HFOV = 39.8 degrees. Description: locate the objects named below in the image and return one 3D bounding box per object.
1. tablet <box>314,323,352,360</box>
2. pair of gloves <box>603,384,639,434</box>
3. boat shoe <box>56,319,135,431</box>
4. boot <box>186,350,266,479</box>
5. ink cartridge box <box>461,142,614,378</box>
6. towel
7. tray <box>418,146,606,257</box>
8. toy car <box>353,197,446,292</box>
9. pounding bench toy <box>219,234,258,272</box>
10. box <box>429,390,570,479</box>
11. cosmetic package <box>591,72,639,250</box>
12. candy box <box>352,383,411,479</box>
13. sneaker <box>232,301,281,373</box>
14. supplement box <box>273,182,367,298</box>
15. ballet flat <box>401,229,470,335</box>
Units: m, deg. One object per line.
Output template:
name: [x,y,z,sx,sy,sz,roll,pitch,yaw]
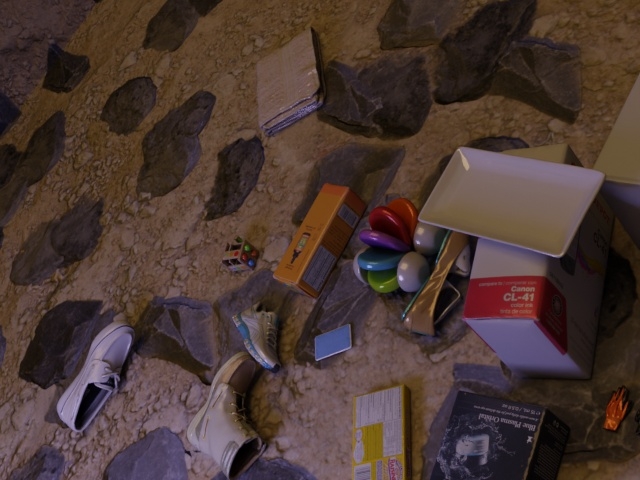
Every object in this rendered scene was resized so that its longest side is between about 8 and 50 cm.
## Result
tablet: [0.025,0.196,1.700,0.083,0.006,0.054,-24,47,26]
pair of gloves: [0.458,0.250,1.290,0.083,0.010,0.074,7,64,40]
boat shoe: [-0.496,0.308,1.994,0.088,0.096,0.267,31,84,44]
boot: [-0.156,0.334,1.698,0.165,0.077,0.213,28,86,48]
ink cartridge box: [0.348,0.035,1.382,0.131,0.226,0.306,-3,59,39]
towel: [-0.080,-0.400,2.201,0.187,0.049,0.282,-27,46,22]
tray: [0.281,-0.058,1.316,0.270,0.030,0.145,18,71,46]
toy car: [0.132,0.004,1.654,0.159,0.136,0.182,11,68,44]
pounding bench toy: [-0.174,0.022,1.963,0.065,0.052,0.083,-9,55,35]
box: [0.270,0.325,1.333,0.156,0.093,0.158,4,64,42]
cosmetic package: [0.608,-0.214,1.346,0.161,0.230,0.453,15,70,46]
candy box: [0.103,0.351,1.502,0.105,0.027,0.206,-17,51,27]
sneaker: [-0.113,0.187,1.780,0.083,0.071,0.191,-39,42,2]
supplement box: [0.000,0.000,1.815,0.078,0.080,0.233,16,70,46]
ballet flat: [0.228,0.068,1.589,0.073,0.080,0.232,26,80,19]
